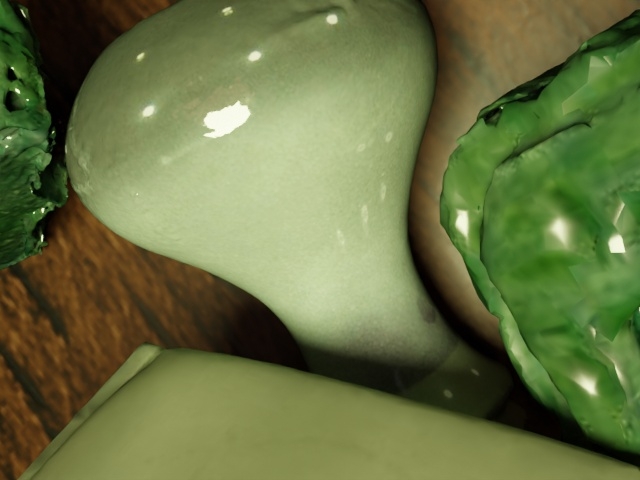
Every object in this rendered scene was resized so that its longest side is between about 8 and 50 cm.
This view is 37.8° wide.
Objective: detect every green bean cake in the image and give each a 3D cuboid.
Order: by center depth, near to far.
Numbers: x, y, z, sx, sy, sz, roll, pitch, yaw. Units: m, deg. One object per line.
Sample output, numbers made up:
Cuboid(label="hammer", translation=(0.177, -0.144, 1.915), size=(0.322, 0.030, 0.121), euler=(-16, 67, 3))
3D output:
Cuboid(label="green bean cake", translation=(0.231, 0.023, 0.330), size=(0.300, 0.169, 0.307), euler=(-33, 89, 43))
Cuboid(label="green bean cake", translation=(-0.197, -0.041, 0.488), size=(0.193, 0.208, 0.107), euler=(-26, 79, 7))

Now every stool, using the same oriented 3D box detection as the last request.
Cuboid(label="stool", translation=(0.005, 0.210, 0.389), size=(0.244, 0.170, 0.269), euler=(11, 129, 27))

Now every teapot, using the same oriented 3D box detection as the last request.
Cuboid(label="teapot", translation=(0.000, 0.000, 0.454), size=(0.184, 0.183, 0.250), euler=(-23, 100, 18))
